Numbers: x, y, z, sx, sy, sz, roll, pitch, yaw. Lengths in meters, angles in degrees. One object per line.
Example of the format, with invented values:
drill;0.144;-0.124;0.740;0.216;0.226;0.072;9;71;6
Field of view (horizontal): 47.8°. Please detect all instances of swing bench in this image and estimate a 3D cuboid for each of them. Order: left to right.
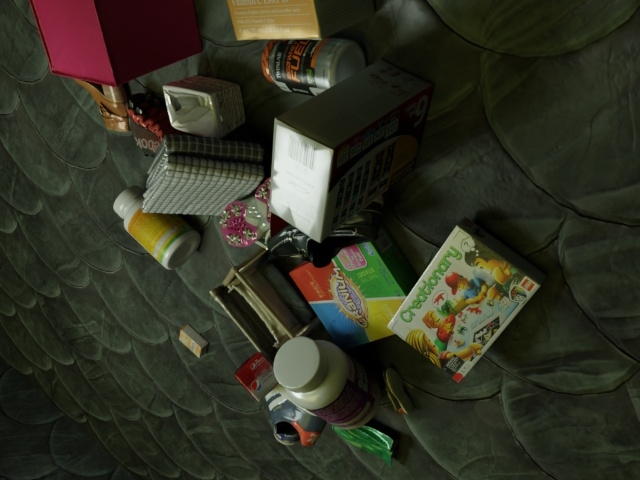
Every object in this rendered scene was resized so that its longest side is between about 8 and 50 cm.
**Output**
swing bench;-0.144;0.173;1.885;0.253;0.165;0.254;49;140;2

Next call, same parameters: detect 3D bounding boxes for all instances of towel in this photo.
towel;-0.282;-0.154;1.705;0.283;0.234;0.121;147;122;-60

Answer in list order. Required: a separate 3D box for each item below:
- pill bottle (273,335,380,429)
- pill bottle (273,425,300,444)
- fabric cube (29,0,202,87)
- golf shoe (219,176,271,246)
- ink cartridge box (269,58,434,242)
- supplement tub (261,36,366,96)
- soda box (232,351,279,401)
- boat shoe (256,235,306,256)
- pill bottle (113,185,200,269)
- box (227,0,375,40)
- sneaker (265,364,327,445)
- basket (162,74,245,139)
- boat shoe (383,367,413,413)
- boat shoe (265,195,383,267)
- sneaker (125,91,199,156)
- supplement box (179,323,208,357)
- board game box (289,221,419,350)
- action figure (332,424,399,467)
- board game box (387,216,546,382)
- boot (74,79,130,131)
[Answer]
pill bottle;0.015;0.341;1.749;0.169;0.169;0.301;17;163;36
pill bottle;-0.087;0.524;2.146;0.094;0.094;0.169;33;137;23
fabric cube;-0.461;-0.515;1.609;0.259;0.258;0.254;19;132;35
golf shoe;-0.119;-0.066;1.690;0.306;0.140;0.115;-24;84;47
ink cartridge box;0.053;-0.145;1.335;0.130;0.309;0.272;32;138;24
supplement tub;-0.016;-0.341;1.409;0.190;0.117;0.117;17;129;35
soda box;-0.164;0.345;1.839;0.092;0.083;0.263;47;167;2
boat shoe;-0.116;-0.022;1.780;0.233;0.084;0.079;25;111;24
pill bottle;-0.473;-0.044;2.070;0.245;0.136;0.136;41;140;14
box;-0.060;-0.543;1.261;0.215;0.168;0.346;12;126;40
sneaker;-0.111;0.453;2.018;0.350;0.131;0.148;25;99;52
basket;-0.269;-0.317;1.689;0.167;0.103;0.113;18;130;34
boat shoe;0.186;0.376;1.805;0.043;0.049;0.137;-5;119;49
boat shoe;0.003;0.001;1.555;0.340;0.127;0.113;-20;67;38
sneaker;-0.401;-0.259;1.870;0.276;0.097;0.135;41;140;17
supplement box;-0.418;0.331;2.376;0.098;0.036;0.062;38;140;17
board game box;0.092;0.117;1.686;0.242;0.064;0.316;56;141;-4
action figure;0.104;0.520;1.978;0.232;0.063;0.137;24;135;25
board game box;0.285;0.125;1.454;0.193;0.053;0.305;37;127;12
boot;-0.604;-0.386;1.999;0.197;0.073;0.152;26;138;33
